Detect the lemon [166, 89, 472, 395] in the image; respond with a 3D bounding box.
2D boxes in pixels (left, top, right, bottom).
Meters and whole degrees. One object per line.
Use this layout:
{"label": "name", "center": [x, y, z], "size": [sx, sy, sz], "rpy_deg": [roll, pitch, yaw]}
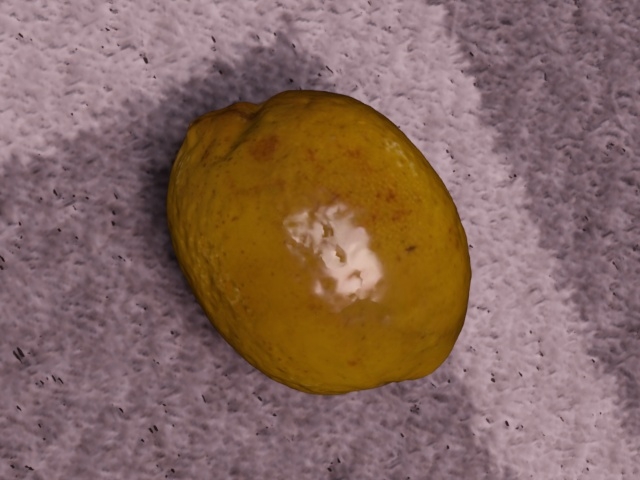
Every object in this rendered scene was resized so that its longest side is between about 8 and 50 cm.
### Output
{"label": "lemon", "center": [0.000, 0.000, 1.122], "size": [0.170, 0.170, 0.207], "rpy_deg": [-34, 98, -18]}
